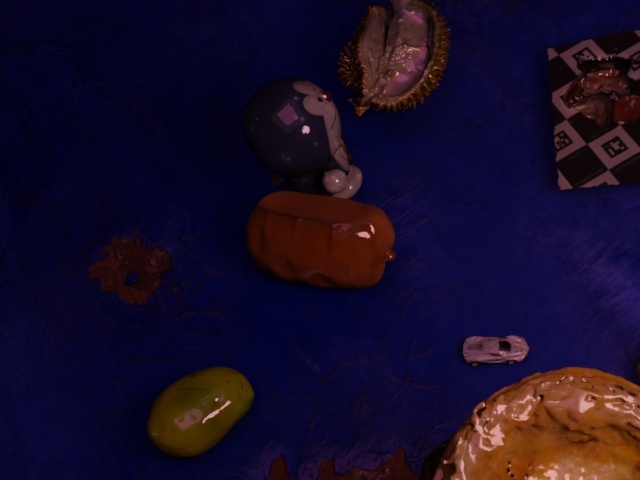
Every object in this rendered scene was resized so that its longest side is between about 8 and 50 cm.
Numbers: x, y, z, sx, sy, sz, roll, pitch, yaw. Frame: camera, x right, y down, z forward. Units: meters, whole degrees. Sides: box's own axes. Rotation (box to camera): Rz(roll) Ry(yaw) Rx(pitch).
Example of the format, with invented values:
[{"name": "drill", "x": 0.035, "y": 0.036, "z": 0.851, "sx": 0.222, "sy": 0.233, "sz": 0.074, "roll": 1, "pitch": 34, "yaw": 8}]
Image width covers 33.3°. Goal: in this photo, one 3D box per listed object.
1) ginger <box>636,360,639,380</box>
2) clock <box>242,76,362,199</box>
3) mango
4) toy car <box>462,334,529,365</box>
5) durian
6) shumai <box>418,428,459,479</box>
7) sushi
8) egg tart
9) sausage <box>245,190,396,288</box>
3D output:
[{"name": "ginger", "x": 0.456, "y": 0.216, "z": 1.317, "sx": 0.131, "sy": 0.086, "sz": 0.294, "roll": -31, "pitch": 29, "yaw": 32}, {"name": "clock", "x": -0.025, "y": -0.148, "z": 1.673, "sx": 0.147, "sy": 0.243, "sz": 0.199, "roll": -35, "pitch": 56, "yaw": -1}, {"name": "mango", "x": -0.180, "y": 0.250, "z": 1.582, "sx": 0.163, "sy": 0.089, "sz": 0.117, "roll": -38, "pitch": 45, "yaw": -20}, {"name": "toy car", "x": 0.248, "y": 0.154, "z": 1.513, "sx": 0.093, "sy": 0.025, "sz": 0.041, "roll": -6, "pitch": 59, "yaw": 17}, {"name": "durian", "x": 0.123, "y": -0.276, "z": 1.761, "sx": 0.194, "sy": 0.137, "sz": 0.237, "roll": 23, "pitch": 67, "yaw": 27}, {"name": "shumai", "x": 0.246, "y": 0.357, "z": 1.207, "sx": 0.324, "sy": 0.323, "sz": 0.397, "roll": -41, "pitch": 57, "yaw": -10}, {"name": "sushi", "x": 0.500, "y": -0.194, "z": 1.617, "sx": 0.292, "sy": 0.059, "sz": 0.293, "roll": -8, "pitch": 57, "yaw": 17}, {"name": "egg tart", "x": 0.247, "y": 0.259, "z": 1.008, "sx": 0.288, "sy": 0.118, "sz": 0.288, "roll": -3, "pitch": 67, "yaw": 8}, {"name": "sausage", "x": 0.000, "y": -0.001, "z": 1.641, "sx": 0.241, "sy": 0.136, "sz": 0.120, "roll": 5, "pitch": 30, "yaw": 25}]
